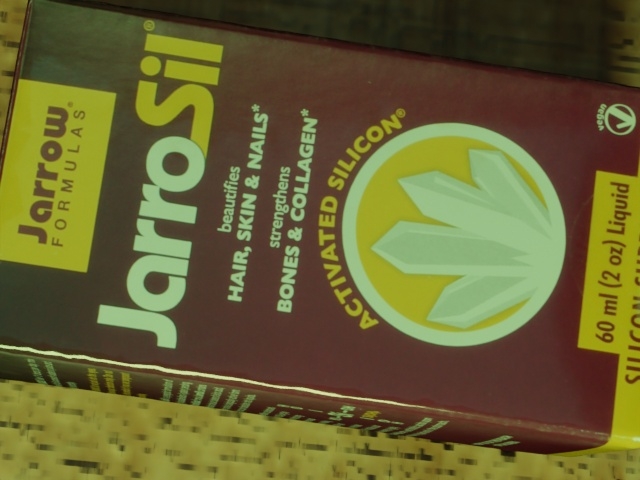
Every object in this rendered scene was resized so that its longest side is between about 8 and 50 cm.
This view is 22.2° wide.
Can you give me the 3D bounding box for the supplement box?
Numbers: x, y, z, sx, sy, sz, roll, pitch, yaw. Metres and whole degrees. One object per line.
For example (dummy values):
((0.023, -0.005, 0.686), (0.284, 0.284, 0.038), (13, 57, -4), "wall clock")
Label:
((0.000, 0.000, 0.482), (0.188, 0.081, 0.104), (8, 79, -5), "supplement box")
